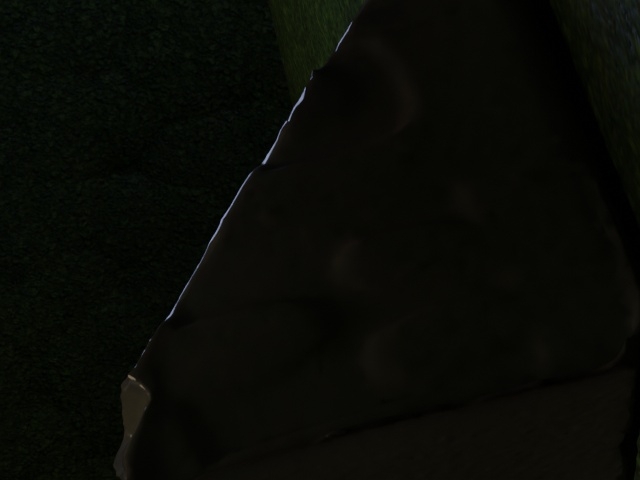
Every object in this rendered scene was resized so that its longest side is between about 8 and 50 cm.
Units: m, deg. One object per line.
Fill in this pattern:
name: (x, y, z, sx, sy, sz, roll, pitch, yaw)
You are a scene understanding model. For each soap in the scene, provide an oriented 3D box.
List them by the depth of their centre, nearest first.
soap: (0.000, 0.000, 0.860, 0.159, 0.258, 0.302, 78, 176, -61)
